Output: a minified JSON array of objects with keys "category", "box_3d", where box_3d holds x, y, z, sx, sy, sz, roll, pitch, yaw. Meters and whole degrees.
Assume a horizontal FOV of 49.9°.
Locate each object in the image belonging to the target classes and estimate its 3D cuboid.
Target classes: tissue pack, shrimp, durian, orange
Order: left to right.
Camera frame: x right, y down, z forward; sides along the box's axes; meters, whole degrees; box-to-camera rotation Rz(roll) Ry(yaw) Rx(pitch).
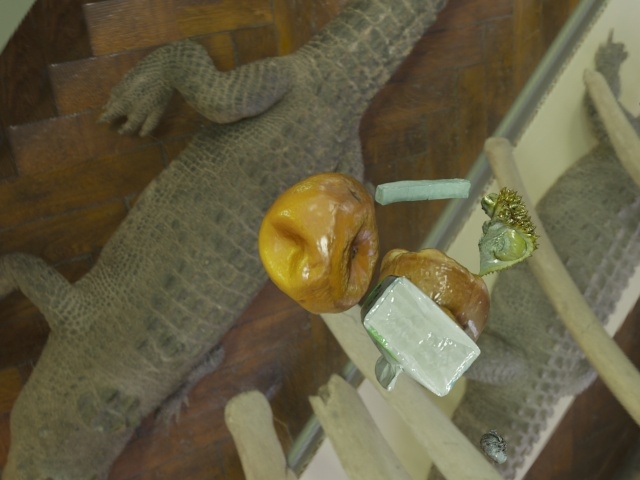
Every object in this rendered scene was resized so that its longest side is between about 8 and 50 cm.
[{"category":"orange","box_3d":[0.000,0.000,1.205,0.249,0.183,0.249,-39,137,-50]},{"category":"tissue pack","box_3d":[0.126,0.152,1.051,0.159,0.229,0.145,43,90,2]},{"category":"shrimp","box_3d":[0.387,0.456,1.535,0.057,0.065,0.165,-62,163,8]},{"category":"durian","box_3d":[0.472,-0.034,1.793,0.166,0.172,0.306,-22,154,-3]}]

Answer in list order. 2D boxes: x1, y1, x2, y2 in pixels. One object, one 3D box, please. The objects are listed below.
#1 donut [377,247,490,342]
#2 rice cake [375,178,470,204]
[{"category":"donut","box_3d":[0.275,0.150,1.692,0.317,0.299,0.150,39,59,-20]},{"category":"rice cake","box_3d":[0.240,-0.114,1.579,0.245,0.042,0.045,-5,118,-24]}]
